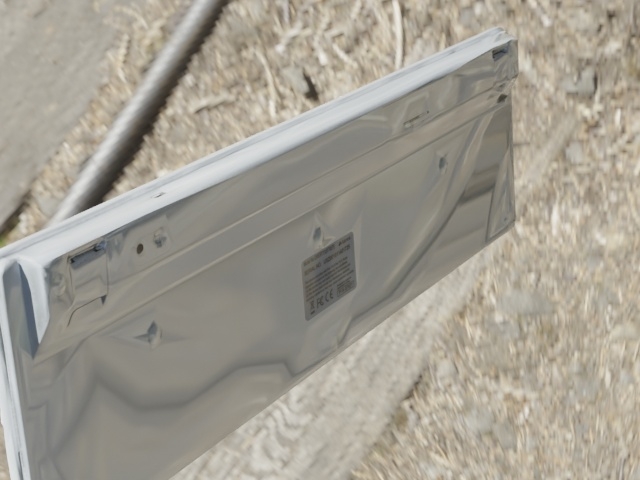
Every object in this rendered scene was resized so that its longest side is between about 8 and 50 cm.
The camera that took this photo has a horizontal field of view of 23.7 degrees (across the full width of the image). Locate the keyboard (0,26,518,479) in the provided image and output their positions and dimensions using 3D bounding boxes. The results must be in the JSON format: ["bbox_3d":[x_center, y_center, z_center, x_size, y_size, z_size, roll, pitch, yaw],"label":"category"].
[{"bbox_3d":[0.000,0.000,0.417,0.014,0.256,0.072,12,113,28],"label":"keyboard"}]
